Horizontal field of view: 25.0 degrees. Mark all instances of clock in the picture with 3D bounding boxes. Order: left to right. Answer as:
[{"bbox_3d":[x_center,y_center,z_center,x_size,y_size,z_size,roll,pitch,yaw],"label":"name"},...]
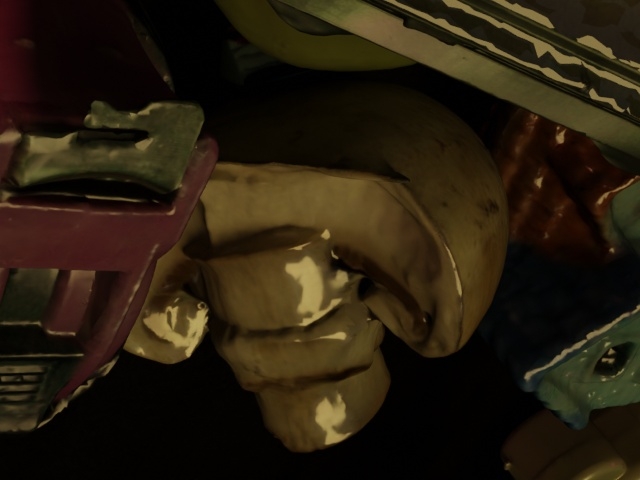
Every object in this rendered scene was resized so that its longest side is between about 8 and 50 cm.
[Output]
[{"bbox_3d":[0.324,0.246,1.494,0.309,0.114,0.284,-22,141,-19],"label":"clock"}]

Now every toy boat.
[{"bbox_3d":[0.047,-0.135,0.878,0.228,0.080,0.046,-18,107,-18],"label":"toy boat"}]

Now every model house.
[{"bbox_3d":[0.188,-0.027,0.974,0.329,0.252,0.295,1,132,-30],"label":"model house"}]

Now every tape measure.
[{"bbox_3d":[-0.163,-0.043,0.674,0.149,0.231,0.245,1,131,-35],"label":"tape measure"}]

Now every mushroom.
[{"bbox_3d":[0.000,0.000,0.862,0.189,0.253,0.195,-49,130,-49],"label":"mushroom"}]

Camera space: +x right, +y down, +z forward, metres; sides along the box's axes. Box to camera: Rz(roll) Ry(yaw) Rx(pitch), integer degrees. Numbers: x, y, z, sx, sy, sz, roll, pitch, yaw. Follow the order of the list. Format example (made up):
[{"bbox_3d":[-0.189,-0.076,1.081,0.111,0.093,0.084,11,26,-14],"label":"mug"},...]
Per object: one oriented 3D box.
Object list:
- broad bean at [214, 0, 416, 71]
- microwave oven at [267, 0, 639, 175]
[{"bbox_3d":[0.058,-0.212,0.743,0.291,0.119,0.238,-44,140,11],"label":"broad bean"},{"bbox_3d":[0.147,-0.196,0.559,0.394,0.247,0.333,19,98,-23],"label":"microwave oven"}]
